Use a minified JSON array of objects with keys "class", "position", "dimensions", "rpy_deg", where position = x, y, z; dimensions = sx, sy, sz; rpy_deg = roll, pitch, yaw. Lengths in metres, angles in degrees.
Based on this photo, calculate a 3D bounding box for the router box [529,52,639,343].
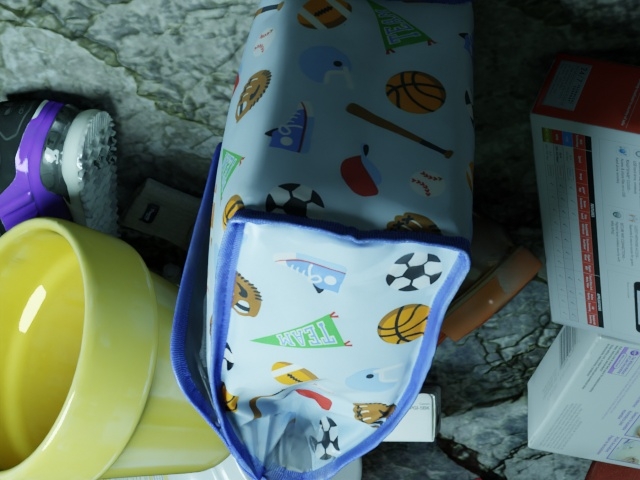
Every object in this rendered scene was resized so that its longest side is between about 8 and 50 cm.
[{"class":"router box","position":[0.364,-0.011,1.576],"dimensions":[0.301,0.082,0.335],"rpy_deg":[14,146,21]}]

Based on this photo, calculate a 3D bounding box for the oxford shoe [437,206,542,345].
[{"class":"oxford shoe","position":[0.095,0.058,1.774],"dimensions":[0.133,0.130,0.363],"rpy_deg":[48,141,0]}]

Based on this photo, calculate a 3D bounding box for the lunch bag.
[{"class":"lunch bag","position":[0.000,0.000,1.503],"dimensions":[0.238,0.328,0.385],"rpy_deg":[9,140,-1]}]

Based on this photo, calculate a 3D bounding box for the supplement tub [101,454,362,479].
[{"class":"supplement tub","position":[-0.133,0.297,1.979],"dimensions":[0.241,0.241,0.331],"rpy_deg":[30,137,-28]}]

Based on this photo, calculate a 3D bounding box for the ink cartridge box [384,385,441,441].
[{"class":"ink cartridge box","position":[0.089,0.202,1.924],"dimensions":[0.099,0.056,0.135],"rpy_deg":[0,179,8]}]

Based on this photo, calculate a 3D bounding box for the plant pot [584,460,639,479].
[{"class":"plant pot","position":[0.446,0.405,2.052],"dimensions":[0.267,0.236,0.267],"rpy_deg":[-11,139,19]}]

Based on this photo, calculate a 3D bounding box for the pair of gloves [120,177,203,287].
[{"class":"pair of gloves","position":[-0.136,0.034,1.803],"dimensions":[0.204,0.042,0.240],"rpy_deg":[20,135,-10]}]

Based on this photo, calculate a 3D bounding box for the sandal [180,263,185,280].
[{"class":"sandal","position":[-0.085,0.083,1.784],"dimensions":[0.067,0.040,0.179],"rpy_deg":[-20,129,28]}]

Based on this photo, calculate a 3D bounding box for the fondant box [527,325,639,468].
[{"class":"fondant box","position":[0.426,0.168,1.865],"dimensions":[0.330,0.096,0.238],"rpy_deg":[12,141,-8]}]

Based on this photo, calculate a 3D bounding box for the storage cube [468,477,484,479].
[{"class":"storage cube","position":[0.177,0.457,2.188],"dimensions":[0.215,0.193,0.183],"rpy_deg":[-20,136,31]}]

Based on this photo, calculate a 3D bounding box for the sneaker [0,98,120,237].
[{"class":"sneaker","position":[-0.290,-0.030,1.688],"dimensions":[0.146,0.102,0.293],"rpy_deg":[15,130,9]}]

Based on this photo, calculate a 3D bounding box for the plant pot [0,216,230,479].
[{"class":"plant pot","position":[-0.200,0.127,1.593],"dimensions":[0.239,0.254,0.254],"rpy_deg":[18,143,-40]}]
